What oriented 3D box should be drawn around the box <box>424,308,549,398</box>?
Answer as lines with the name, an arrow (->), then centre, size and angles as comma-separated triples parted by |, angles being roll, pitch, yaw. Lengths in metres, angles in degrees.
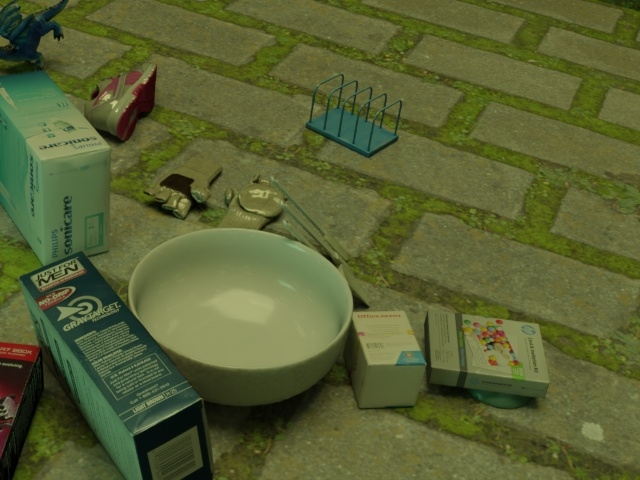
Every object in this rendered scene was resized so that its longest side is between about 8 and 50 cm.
box -> 0.260, 0.178, 1.618 | 0.186, 0.038, 0.145 | 9, 35, -2

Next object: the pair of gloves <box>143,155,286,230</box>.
pair of gloves -> -0.189, -0.088, 1.927 | 0.240, 0.042, 0.204 | 22, 36, 16

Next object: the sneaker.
sneaker -> -0.416, -0.308, 2.134 | 0.111, 0.103, 0.252 | 15, 34, 6

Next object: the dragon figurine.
dragon figurine -> -0.644, -0.461, 2.214 | 0.085, 0.289, 0.144 | 38, 6, 32

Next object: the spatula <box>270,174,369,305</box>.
spatula -> 0.000, 0.000, 1.725 | 0.019, 0.242, 0.168 | -33, 39, 14

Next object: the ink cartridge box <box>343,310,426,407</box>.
ink cartridge box -> 0.094, 0.176, 1.573 | 0.092, 0.090, 0.143 | 1, 34, -13

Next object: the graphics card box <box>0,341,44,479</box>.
graphics card box -> -0.508, 0.269, 1.295 | 0.232, 0.094, 0.371 | 7, 35, -3

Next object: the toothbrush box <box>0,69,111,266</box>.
toothbrush box -> -0.479, -0.131, 1.766 | 0.126, 0.216, 0.295 | -15, 41, -30

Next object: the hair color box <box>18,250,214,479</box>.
hair color box -> -0.280, 0.184, 1.389 | 0.105, 0.174, 0.347 | -26, 47, -26

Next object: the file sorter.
file sorter -> 0.076, -0.276, 2.205 | 0.170, 0.105, 0.118 | 28, 38, 26

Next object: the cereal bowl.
cereal bowl -> -0.123, 0.130, 1.542 | 0.338, 0.141, 0.339 | 6, 35, -4

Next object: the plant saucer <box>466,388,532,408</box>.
plant saucer -> 0.284, 0.218, 1.620 | 0.119, 0.021, 0.119 | 7, 34, -5
